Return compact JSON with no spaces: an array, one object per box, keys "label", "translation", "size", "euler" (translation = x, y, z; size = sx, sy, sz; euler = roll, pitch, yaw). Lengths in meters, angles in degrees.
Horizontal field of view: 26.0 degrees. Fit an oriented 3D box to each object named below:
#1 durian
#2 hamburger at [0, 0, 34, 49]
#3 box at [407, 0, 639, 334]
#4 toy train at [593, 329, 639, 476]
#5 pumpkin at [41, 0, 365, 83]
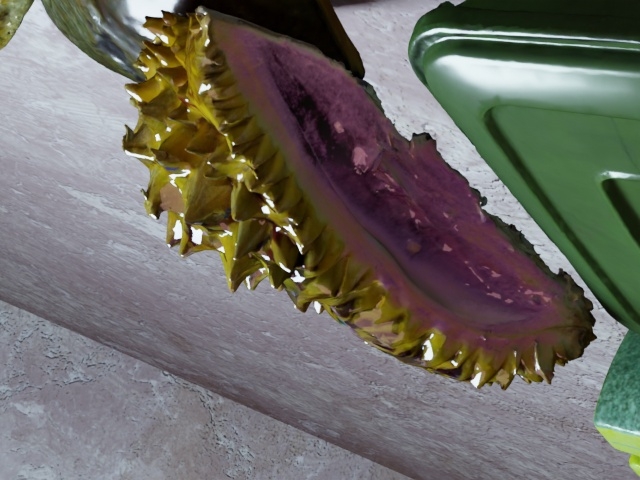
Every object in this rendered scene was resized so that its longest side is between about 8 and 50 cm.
[{"label":"durian","translation":[0.001,0.000,0.802],"size":[0.341,0.112,0.191],"euler":[38,153,-30]},{"label":"hamburger","translation":[-0.240,-0.219,0.925],"size":[0.131,0.159,0.185],"euler":[26,-169,-19]},{"label":"box","translation":[0.227,-0.064,0.688],"size":[0.253,0.177,0.328],"euler":[10,157,37]},{"label":"toy train","translation":[0.443,0.186,1.188],"size":[0.442,0.179,0.272],"euler":[10,152,45]},{"label":"pumpkin","translation":[-0.084,-0.141,0.831],"size":[0.148,0.169,0.312],"euler":[67,-175,33]}]
